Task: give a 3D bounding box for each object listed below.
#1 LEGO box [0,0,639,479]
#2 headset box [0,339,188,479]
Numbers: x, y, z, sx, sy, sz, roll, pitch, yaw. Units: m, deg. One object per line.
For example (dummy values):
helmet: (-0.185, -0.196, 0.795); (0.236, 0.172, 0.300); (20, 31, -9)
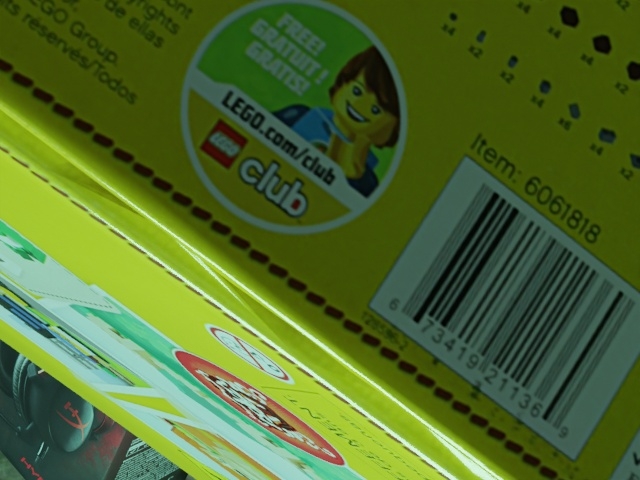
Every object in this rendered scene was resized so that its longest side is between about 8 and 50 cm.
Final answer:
LEGO box: (0.024, -0.018, 0.567); (0.500, 0.193, 0.372); (37, 167, -15)
headset box: (-0.151, 0.020, 1.250); (0.218, 0.110, 0.293); (46, 135, 19)
